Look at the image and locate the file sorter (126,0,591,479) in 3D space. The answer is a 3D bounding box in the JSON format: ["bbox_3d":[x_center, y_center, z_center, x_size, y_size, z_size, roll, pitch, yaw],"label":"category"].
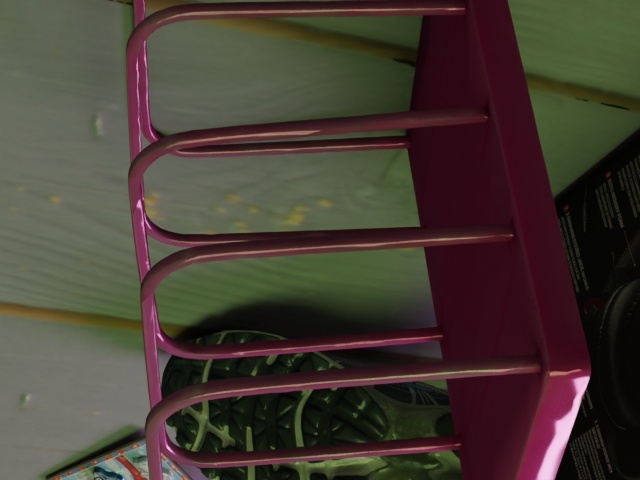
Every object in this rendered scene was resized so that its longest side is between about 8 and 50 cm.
[{"bbox_3d":[0.000,0.000,0.838,0.182,0.290,0.202,-3,144,-6],"label":"file sorter"}]

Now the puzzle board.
[{"bbox_3d":[-0.128,0.202,1.276,0.096,0.011,0.128,-25,122,24],"label":"puzzle board"}]

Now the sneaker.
[{"bbox_3d":[0.030,0.136,1.153,0.283,0.110,0.122,18,-179,5],"label":"sneaker"}]

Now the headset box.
[{"bbox_3d":[0.245,0.036,1.009,0.110,0.218,0.293,18,135,-35],"label":"headset box"}]
